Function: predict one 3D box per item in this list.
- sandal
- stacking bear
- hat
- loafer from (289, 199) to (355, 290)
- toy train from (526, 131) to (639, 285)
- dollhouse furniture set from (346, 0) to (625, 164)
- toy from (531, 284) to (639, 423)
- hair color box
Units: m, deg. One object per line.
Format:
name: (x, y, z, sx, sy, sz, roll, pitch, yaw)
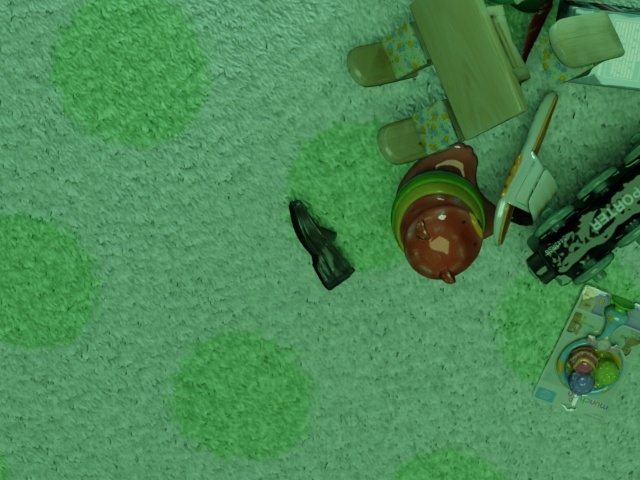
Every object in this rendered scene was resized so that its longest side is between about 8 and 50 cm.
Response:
sandal: (0.345, -0.109, 1.622, 0.076, 0.102, 0.265, 22, 85, 16)
stacking bear: (0.190, -0.026, 1.608, 0.164, 0.289, 0.175, -21, 104, 13)
hat: (0.351, -0.378, 1.605, 0.208, 0.173, 0.183, -27, 137, 20)
loafer: (0.000, 0.000, 1.768, 0.061, 0.062, 0.170, -29, 106, -8)
toy train: (0.468, -0.053, 1.619, 0.334, 0.190, 0.142, -41, 82, 14)
dollhouse furniture set: (0.152, -0.337, 1.459, 0.362, 0.256, 0.394, -26, 85, 48)
toy: (0.474, 0.207, 1.770, 0.136, 0.056, 0.237, 21, 109, 2)
hair color box: (0.546, -0.281, 1.539, 0.374, 0.185, 0.114, 8, 108, 4)
